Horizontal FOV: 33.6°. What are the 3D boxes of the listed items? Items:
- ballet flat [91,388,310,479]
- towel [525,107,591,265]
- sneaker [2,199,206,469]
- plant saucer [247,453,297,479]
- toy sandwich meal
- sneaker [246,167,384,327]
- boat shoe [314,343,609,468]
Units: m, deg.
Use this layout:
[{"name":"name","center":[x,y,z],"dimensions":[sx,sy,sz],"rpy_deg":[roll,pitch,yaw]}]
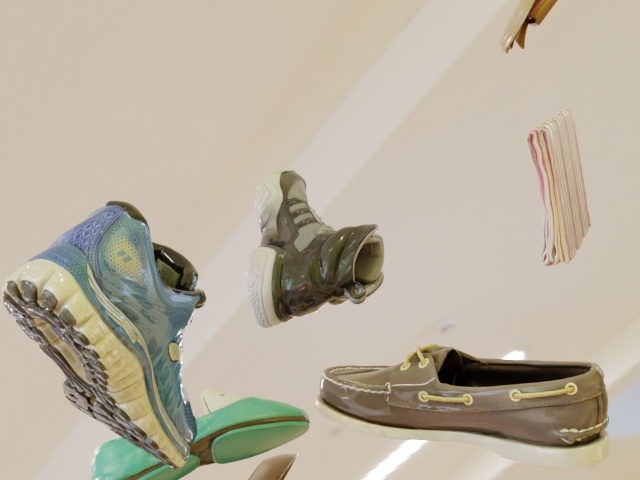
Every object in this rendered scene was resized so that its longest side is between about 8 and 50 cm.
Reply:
[{"name":"ballet flat","center":[-0.135,0.210,1.164],"dimensions":[0.247,0.087,0.083],"rpy_deg":[-19,-31,-18]},{"name":"towel","center":[0.255,-0.062,1.137],"dimensions":[0.029,0.144,0.197],"rpy_deg":[-7,11,23]},{"name":"sneaker","center":[-0.152,0.088,0.937],"dimensions":[0.147,0.130,0.330],"rpy_deg":[-52,-24,-26]},{"name":"plant saucer","center":[-0.095,0.343,1.324],"dimensions":[0.198,0.036,0.198],"rpy_deg":[-56,-7,-10]},{"name":"toy sandwich meal","center":[0.202,-0.215,1.019],"dimensions":[0.085,0.029,0.085],"rpy_deg":[-63,0,0]},{"name":"sneaker","center":[0.000,0.000,1.267],"dimensions":[0.153,0.268,0.101],"rpy_deg":[-5,-54,7]},{"name":"boat shoe","center":[0.140,0.158,1.111],"dimensions":[0.116,0.324,0.096],"rpy_deg":[-21,-68,-55]}]
